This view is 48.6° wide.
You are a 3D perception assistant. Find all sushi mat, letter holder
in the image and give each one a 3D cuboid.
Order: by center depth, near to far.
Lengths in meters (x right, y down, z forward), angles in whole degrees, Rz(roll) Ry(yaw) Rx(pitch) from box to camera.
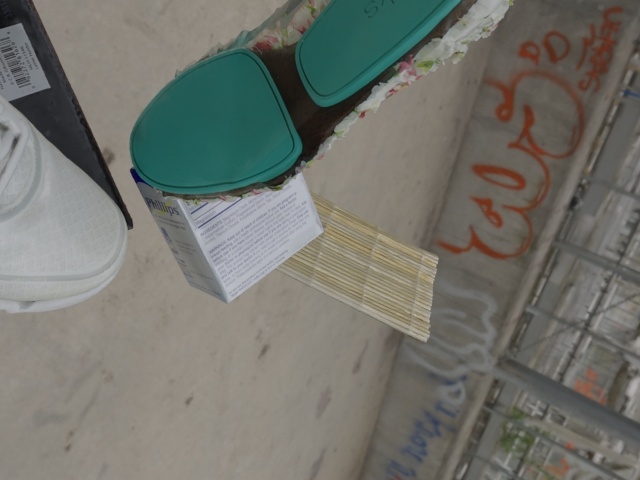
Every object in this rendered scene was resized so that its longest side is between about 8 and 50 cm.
[{"bbox_3d":[-0.326,-0.150,0.695,0.152,0.214,0.301,-23,124,-12],"label":"letter holder"},{"bbox_3d":[0.000,0.000,0.836,0.019,0.317,0.151,-51,-162,42],"label":"sushi mat"}]

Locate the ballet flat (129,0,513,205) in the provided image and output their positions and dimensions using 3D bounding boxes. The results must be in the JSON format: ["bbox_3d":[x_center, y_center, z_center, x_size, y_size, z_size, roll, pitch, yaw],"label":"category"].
[{"bbox_3d":[0.001,-0.083,0.366,0.241,0.091,0.077,-23,177,35],"label":"ballet flat"}]

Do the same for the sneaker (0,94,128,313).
[{"bbox_3d":[-0.200,-0.056,0.324,0.292,0.118,0.110,37,46,-38],"label":"sneaker"}]

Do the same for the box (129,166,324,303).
[{"bbox_3d":[-0.083,-0.036,0.657,0.126,0.072,0.137,-37,122,-27],"label":"box"}]
